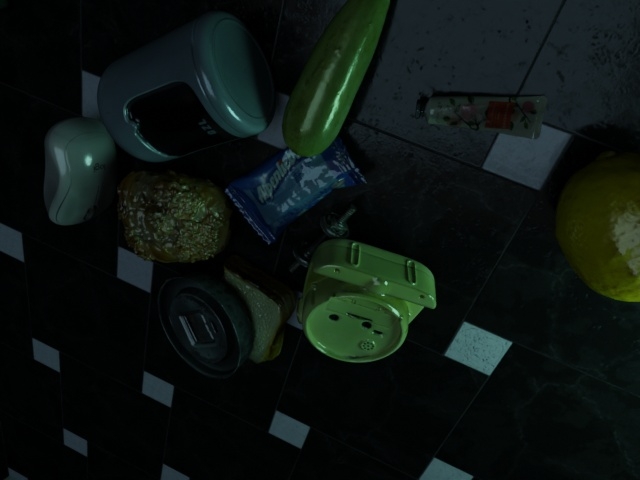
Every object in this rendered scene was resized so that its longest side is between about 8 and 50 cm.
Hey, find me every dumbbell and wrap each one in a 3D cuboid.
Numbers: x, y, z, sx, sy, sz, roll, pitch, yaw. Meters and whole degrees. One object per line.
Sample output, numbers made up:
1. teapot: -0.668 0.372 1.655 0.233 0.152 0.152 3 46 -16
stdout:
1. dumbbell: 0.000 0.000 1.106 0.081 0.081 0.254 42 125 -4

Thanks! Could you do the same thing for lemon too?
1. lemon: 0.535 -0.020 0.806 0.233 0.233 0.288 -25 94 30

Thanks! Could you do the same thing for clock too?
1. clock: -0.318 0.229 1.279 0.313 0.061 0.312 15 118 29
2. clock: 0.085 0.171 1.107 0.286 0.117 0.348 17 129 -6

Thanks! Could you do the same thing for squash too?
1. squash: 0.029 -0.332 0.892 0.118 0.118 0.370 29 112 5

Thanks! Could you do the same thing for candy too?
1. candy: -0.068 -0.126 1.071 0.331 0.077 0.187 -33 95 29

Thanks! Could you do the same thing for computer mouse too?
1. computer mouse: -0.600 -0.164 1.197 0.121 0.184 0.296 25 116 20

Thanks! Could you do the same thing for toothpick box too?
1. toothpick box: -0.295 -0.306 0.978 0.355 0.263 0.263 -11 112 26

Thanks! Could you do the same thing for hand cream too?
1. hand cream: 0.299 -0.240 0.888 0.234 0.050 0.080 7 115 11

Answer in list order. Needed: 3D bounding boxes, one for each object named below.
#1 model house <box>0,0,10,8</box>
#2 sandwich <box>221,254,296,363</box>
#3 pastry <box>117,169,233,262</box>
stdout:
1. model house: -0.821 -0.662 1.001 0.284 0.243 0.298 15 152 -16
2. sandwich: -0.186 0.192 1.274 0.226 0.087 0.251 31 124 18
3. pastry: -0.380 -0.052 1.179 0.311 0.162 0.255 0 119 22
